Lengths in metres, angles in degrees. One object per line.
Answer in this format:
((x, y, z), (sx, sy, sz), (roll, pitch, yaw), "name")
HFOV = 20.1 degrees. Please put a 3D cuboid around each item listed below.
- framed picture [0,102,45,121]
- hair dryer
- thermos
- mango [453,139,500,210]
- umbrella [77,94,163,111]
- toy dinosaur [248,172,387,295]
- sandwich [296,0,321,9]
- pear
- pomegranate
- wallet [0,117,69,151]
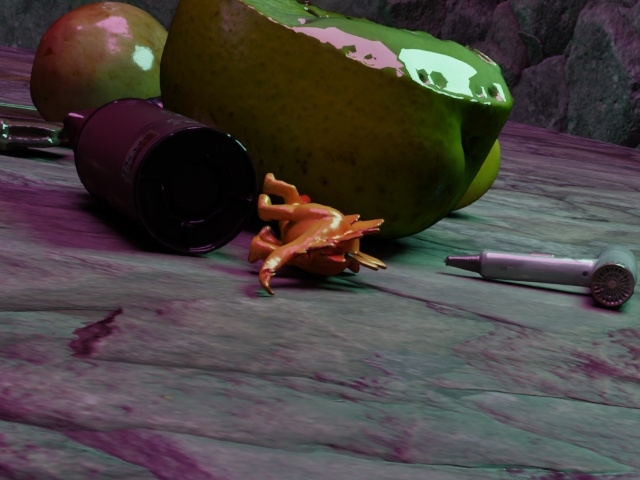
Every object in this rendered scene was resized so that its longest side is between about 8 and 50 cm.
((-0.398, -0.168, 2.431), (0.150, 0.015, 0.203), (4, 9, -32), "framed picture")
((0.203, 0.023, 1.677), (0.183, 0.044, 0.155), (7, 5, 11), "hair dryer")
((-0.147, -0.071, 1.674), (0.136, 0.109, 0.330), (-3, 11, -20), "thermos")
((0.114, -0.095, 2.121), (0.195, 0.137, 0.098), (-9, -33, -4), "mango")
((-0.163, -0.140, 2.178), (0.118, 0.118, 0.340), (16, 11, 41), "umbrella")
((0.000, 0.000, 1.522), (0.117, 0.070, 0.288), (9, 13, -3), "toy dinosaur")
((0.030, -0.167, 2.290), (0.292, 0.109, 0.212), (54, 0, 3), "sandwich")
((0.035, -0.107, 1.790), (0.342, 0.238, 0.318), (10, 18, -37), "pear")
((-0.267, -0.206, 2.246), (0.191, 0.191, 0.191), (9, 8, -1), "pomegranate")
((-0.368, -0.124, 2.076), (0.153, 0.038, 0.118), (6, 6, 6), "wallet")
